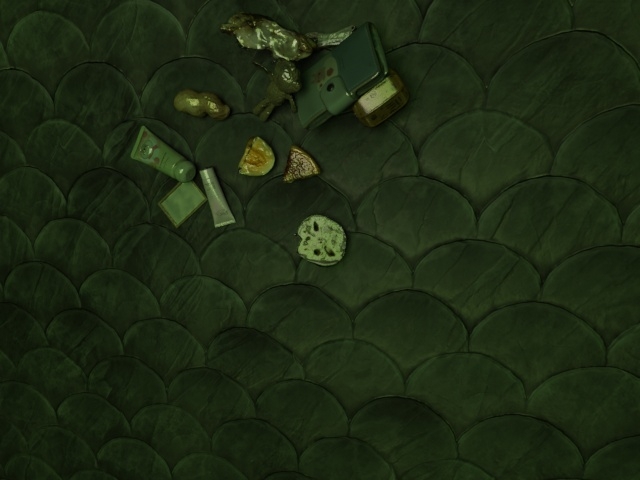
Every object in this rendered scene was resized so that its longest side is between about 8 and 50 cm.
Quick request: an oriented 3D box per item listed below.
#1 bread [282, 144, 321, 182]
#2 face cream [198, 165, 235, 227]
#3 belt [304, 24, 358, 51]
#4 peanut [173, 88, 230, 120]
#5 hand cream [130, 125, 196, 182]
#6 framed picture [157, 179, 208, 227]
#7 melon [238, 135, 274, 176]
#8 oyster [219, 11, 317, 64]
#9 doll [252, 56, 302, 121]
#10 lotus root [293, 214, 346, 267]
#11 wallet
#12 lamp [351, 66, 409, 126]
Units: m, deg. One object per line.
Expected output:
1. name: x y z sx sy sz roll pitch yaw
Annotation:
1. bread: -0.085 -0.295 1.616 0.155 0.054 0.135 -16 98 12
2. face cream: -0.424 -0.177 1.736 0.092 0.058 0.243 -14 104 13
3. belt: 0.050 -0.700 1.494 0.232 0.053 0.071 2 101 15
4. peanut: -0.455 -0.523 1.653 0.228 0.085 0.104 11 113 11
5. hand cream: -0.641 -0.338 1.750 0.306 0.093 0.147 31 105 17
6. framed picture: -0.579 -0.163 1.801 0.201 0.010 0.135 -38 89 19
7. melon: -0.240 -0.315 1.648 0.128 0.079 0.160 28 107 -11
8. oyster: -0.182 -0.688 1.471 0.337 0.198 0.133 25 123 13
9. doll: -0.149 -0.508 1.503 0.203 0.091 0.285 44 144 20
10. lotus root: 0.004 0.002 1.645 0.204 0.078 0.183 32 96 3
11. wallet: 0.050 -0.538 1.438 0.361 0.083 0.251 -28 59 32
12. lamp: 0.199 -0.481 1.449 0.185 0.161 0.161 -32 92 21
